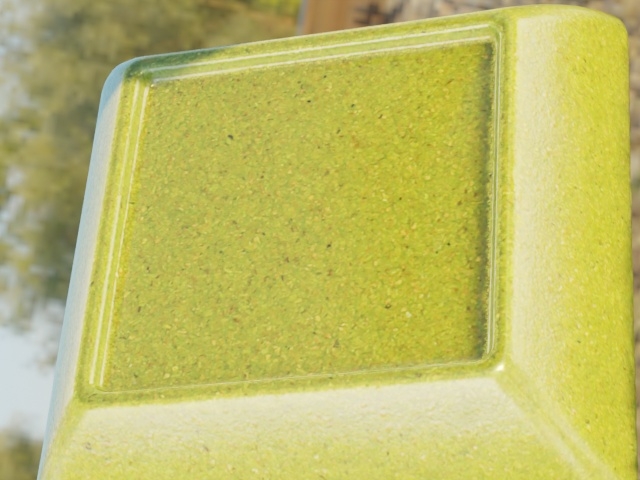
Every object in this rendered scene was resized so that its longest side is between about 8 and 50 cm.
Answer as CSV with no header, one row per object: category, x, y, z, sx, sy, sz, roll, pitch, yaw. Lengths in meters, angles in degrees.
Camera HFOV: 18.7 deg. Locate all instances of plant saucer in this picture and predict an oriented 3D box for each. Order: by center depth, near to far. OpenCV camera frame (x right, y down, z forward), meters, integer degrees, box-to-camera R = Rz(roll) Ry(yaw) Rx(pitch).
plant saucer,0.000,0.000,0.603,0.045,0.188,0.188,63,-154,-52
